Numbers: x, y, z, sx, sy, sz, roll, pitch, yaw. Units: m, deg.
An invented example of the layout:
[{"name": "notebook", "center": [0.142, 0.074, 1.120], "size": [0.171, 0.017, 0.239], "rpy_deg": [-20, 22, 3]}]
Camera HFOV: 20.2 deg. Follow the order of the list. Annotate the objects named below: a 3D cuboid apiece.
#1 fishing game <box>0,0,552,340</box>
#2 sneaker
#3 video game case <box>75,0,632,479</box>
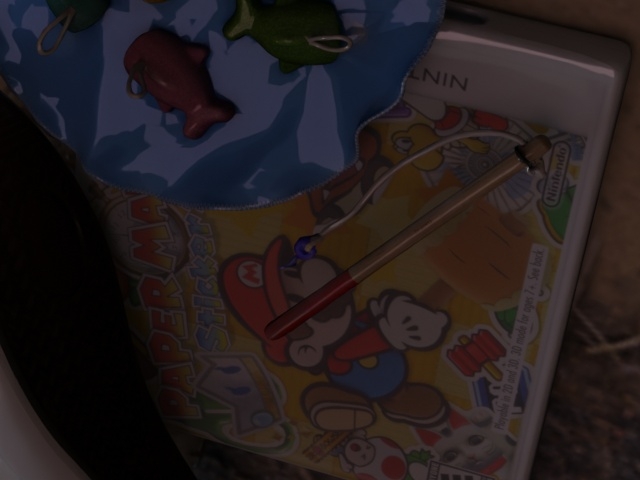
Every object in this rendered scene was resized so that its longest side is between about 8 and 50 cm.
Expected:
[{"name": "fishing game", "center": [-0.045, -0.095, 0.635], "size": [0.189, 0.041, 0.264], "rpy_deg": [-35, 96, 24]}, {"name": "sneaker", "center": [-0.137, 0.070, 0.728], "size": [0.123, 0.106, 0.290], "rpy_deg": [-6, 122, 21]}, {"name": "video game case", "center": [0.000, 0.000, 0.717], "size": [0.206, 0.026, 0.227], "rpy_deg": [15, 126, 10]}]
